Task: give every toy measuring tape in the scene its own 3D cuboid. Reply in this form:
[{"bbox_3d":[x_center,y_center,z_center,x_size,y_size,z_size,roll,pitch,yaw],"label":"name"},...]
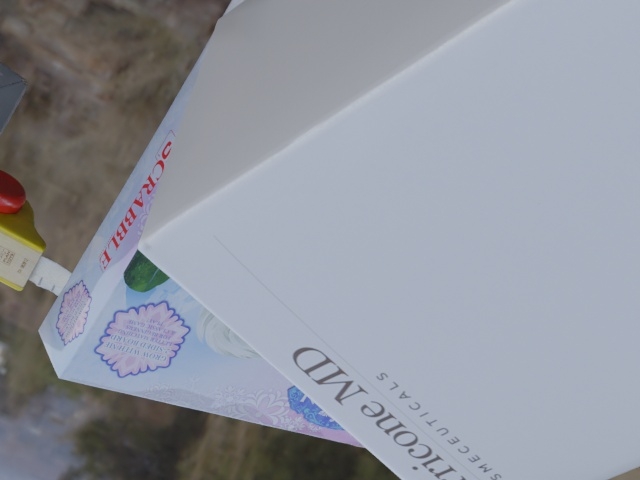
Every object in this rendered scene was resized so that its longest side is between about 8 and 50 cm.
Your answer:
[{"bbox_3d":[-0.333,0.005,1.625,0.330,0.121,0.121,29,166,-11],"label":"toy measuring tape"}]

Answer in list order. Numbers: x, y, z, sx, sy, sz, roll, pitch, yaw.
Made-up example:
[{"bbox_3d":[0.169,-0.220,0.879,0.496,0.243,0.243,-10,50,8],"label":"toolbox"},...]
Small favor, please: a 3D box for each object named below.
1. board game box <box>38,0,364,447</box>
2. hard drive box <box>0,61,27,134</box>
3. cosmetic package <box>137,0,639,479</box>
[{"bbox_3d":[0.000,0.000,1.079,0.318,0.318,0.066,18,-156,-36],"label":"board game box"},{"bbox_3d":[-0.372,-0.108,1.119,0.181,0.089,0.232,36,146,-24],"label":"hard drive box"},{"bbox_3d":[0.139,-0.065,0.477,0.365,0.155,0.197,-33,118,31],"label":"cosmetic package"}]
